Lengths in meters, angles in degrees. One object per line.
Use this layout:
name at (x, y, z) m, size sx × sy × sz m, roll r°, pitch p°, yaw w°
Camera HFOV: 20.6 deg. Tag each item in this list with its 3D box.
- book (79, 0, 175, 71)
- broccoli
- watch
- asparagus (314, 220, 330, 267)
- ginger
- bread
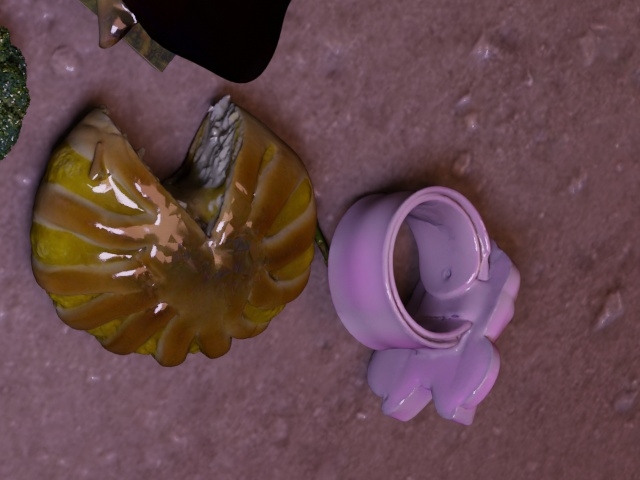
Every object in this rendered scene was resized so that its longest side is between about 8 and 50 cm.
book at (-0.156, -0.316, 1.888) m, size 0.160 × 0.024 × 0.228 m, roll 41°, pitch 84°, yaw -35°
broccoli at (-0.369, -0.140, 1.751) m, size 0.156 × 0.195 × 0.195 m, roll 28°, pitch 92°, yaw -14°
watch at (0.103, 0.064, 2.076) m, size 0.217 × 0.211 × 0.248 m, roll 38°, pitch 64°, yaw -32°
asparagus at (0.000, 0.000, 2.090) m, size 0.022 × 0.023 × 0.233 m, roll -14°, pitch 123°, yaw 24°
ginger at (-0.160, -0.376, 1.749) m, size 0.358 × 0.211 × 0.413 m, roll -51°, pitch 138°, yaw -19°
bread at (-0.150, -0.001, 1.921) m, size 0.333 × 0.160 × 0.333 m, roll -10°, pitch 113°, yaw -25°
